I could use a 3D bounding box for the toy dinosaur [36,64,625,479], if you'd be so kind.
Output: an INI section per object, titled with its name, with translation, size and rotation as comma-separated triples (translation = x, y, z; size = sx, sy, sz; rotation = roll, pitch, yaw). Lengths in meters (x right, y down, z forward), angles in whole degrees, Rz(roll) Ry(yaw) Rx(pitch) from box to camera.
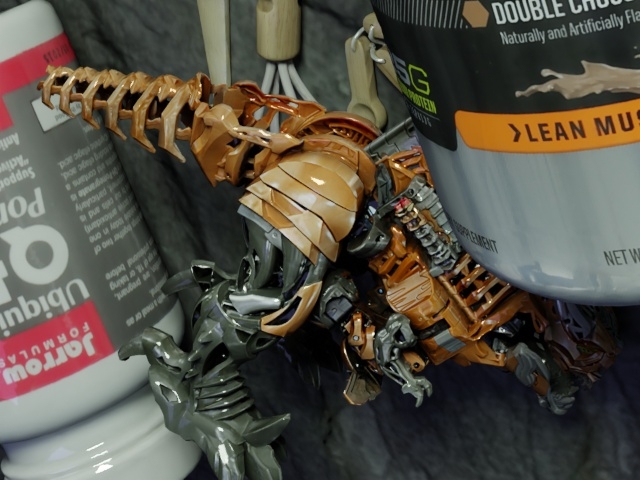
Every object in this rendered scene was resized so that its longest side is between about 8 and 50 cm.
[toy dinosaur]
translation = 0.000, 0.000, 0.780
size = 0.322, 0.164, 0.218
rotation = 43, 125, 19

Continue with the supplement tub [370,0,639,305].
[supplement tub]
translation = 0.100, -0.164, 0.515
size = 0.207, 0.207, 0.338
rotation = 1, 124, 40

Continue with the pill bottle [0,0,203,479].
[pill bottle]
translation = -0.194, 0.021, 0.921
size = 0.176, 0.176, 0.318
rotation = -9, 108, 43

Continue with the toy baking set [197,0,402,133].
[toy baking set]
translation = -0.014, -0.121, 0.790
size = 0.256, 0.030, 0.197
rotation = -18, 103, 44
